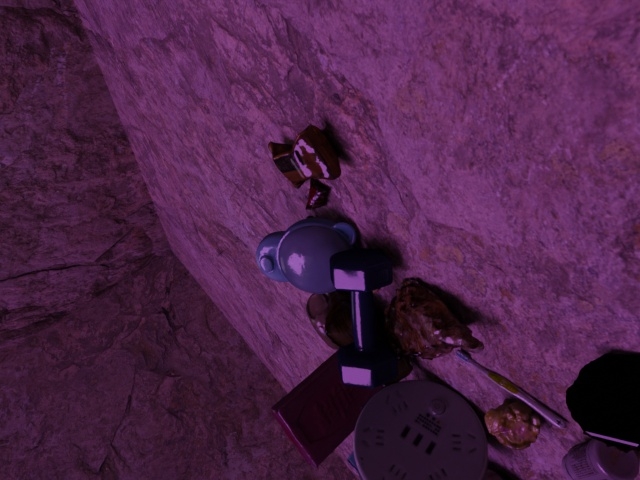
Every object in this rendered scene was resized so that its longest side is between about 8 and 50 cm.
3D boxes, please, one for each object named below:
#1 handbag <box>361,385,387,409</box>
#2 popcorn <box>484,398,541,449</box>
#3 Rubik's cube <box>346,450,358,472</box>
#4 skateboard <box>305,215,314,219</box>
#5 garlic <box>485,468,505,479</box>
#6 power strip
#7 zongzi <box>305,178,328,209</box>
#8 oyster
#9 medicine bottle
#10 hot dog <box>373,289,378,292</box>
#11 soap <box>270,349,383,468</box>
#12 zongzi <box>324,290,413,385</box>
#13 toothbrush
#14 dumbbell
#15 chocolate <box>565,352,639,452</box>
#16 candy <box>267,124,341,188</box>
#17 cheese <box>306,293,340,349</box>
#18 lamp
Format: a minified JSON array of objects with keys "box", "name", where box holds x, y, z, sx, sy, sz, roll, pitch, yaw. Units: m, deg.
[{"box":[0.211,0.576,1.503,0.062,0.179,0.229,32,146,42],"name":"handbag"},{"box":[0.418,0.401,0.998,0.089,0.109,0.097,33,-128,-72],"name":"popcorn"},{"box":[0.263,0.666,1.389,0.224,0.231,0.221,33,173,41],"name":"Rubik's cube"},{"box":[0.000,0.000,1.298,0.080,0.067,0.152,6,124,48],"name":"skateboard"},{"box":[0.452,0.762,1.219,0.245,0.253,0.245,35,141,36],"name":"garlic"},{"box":[0.249,0.554,1.180,0.357,0.357,0.162,34,151,40],"name":"power strip"},{"box":[-0.011,-0.128,1.174,0.074,0.067,0.083,57,140,23],"name":"zongzi"},{"box":[0.226,0.196,1.076,0.204,0.111,0.396,54,160,10],"name":"oyster"},{"box":[0.513,0.416,0.852,0.079,0.079,0.140,44,153,24],"name":"medicine bottle"},{"box":[0.146,0.103,1.187,0.034,0.030,0.090,31,147,40],"name":"hot dog"},{"box":[0.035,0.569,1.602,0.233,0.359,0.128,54,153,2],"name":"soap"},{"box":[0.125,0.265,1.368,0.286,0.138,0.300,46,-176,-18],"name":"zongzi"},{"box":[0.406,0.319,0.997,0.263,0.022,0.026,34,161,40],"name":"toothbrush"},{"box":[0.104,0.185,1.104,0.160,0.144,0.325,-110,14,-77],"name":"dumbbell"},{"box":[0.475,0.264,0.692,0.133,0.156,0.156,43,162,-23],"name":"chocolate"},{"box":[-0.051,-0.194,1.092,0.143,0.101,0.271,58,161,-13],"name":"candy"},{"box":[0.033,0.275,1.499,0.203,0.091,0.175,57,-179,-37],"name":"cheese"},{"box":[-0.037,0.043,1.215,0.283,0.147,0.210,4,116,30],"name":"lamp"}]
